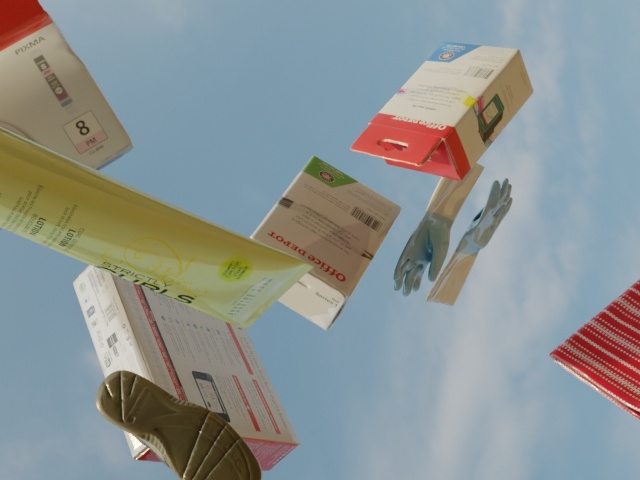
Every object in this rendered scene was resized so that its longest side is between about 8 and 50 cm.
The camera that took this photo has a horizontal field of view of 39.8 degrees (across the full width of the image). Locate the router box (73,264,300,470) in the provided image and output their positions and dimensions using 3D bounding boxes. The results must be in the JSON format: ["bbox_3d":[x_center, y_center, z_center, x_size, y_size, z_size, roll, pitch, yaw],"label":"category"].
[{"bbox_3d":[-0.213,0.199,1.416,0.301,0.082,0.336,24,-151,-50],"label":"router box"}]

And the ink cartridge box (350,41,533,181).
[{"bbox_3d":[0.163,-0.162,1.184,0.231,0.134,0.078,-49,-48,-22],"label":"ink cartridge box"}]

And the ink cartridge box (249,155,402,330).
[{"bbox_3d":[0.000,0.000,1.278,0.160,0.093,0.219,31,-135,4],"label":"ink cartridge box"}]

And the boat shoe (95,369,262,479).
[{"bbox_3d":[-0.152,0.221,0.998,0.223,0.073,0.080,28,-101,20],"label":"boat shoe"}]

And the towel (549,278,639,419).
[{"bbox_3d":[0.502,0.136,1.296,0.274,0.199,0.031,-35,-49,-17],"label":"towel"}]

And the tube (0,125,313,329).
[{"bbox_3d":[-0.127,-0.002,0.617,0.240,0.070,0.062,26,-98,-27],"label":"tube"}]

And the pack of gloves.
[{"bbox_3d":[0.216,0.000,1.352,0.195,0.046,0.232,15,-73,-47],"label":"pack of gloves"}]

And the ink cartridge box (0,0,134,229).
[{"bbox_3d":[-0.313,-0.136,0.810,0.189,0.066,0.232,-33,-80,-9],"label":"ink cartridge box"}]
